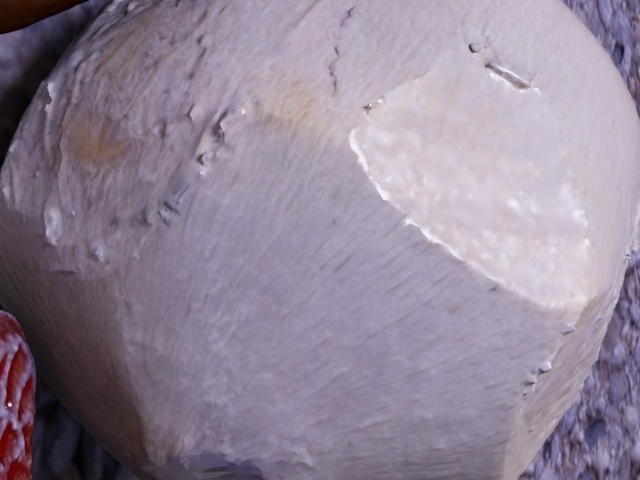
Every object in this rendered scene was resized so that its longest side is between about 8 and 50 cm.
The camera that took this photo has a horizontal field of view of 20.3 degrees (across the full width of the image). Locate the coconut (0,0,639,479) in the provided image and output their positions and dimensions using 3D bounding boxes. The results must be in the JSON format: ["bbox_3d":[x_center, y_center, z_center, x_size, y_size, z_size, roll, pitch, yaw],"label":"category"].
[{"bbox_3d":[0.000,0.000,0.701,0.247,0.245,0.245,-70,145,-45],"label":"coconut"}]

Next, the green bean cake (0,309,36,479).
[{"bbox_3d":[-0.152,0.084,0.607,0.135,0.056,0.135,16,73,-60],"label":"green bean cake"}]

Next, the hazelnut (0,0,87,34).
[{"bbox_3d":[-0.100,-0.173,0.588,0.229,0.229,0.229,6,83,-61],"label":"hazelnut"}]
